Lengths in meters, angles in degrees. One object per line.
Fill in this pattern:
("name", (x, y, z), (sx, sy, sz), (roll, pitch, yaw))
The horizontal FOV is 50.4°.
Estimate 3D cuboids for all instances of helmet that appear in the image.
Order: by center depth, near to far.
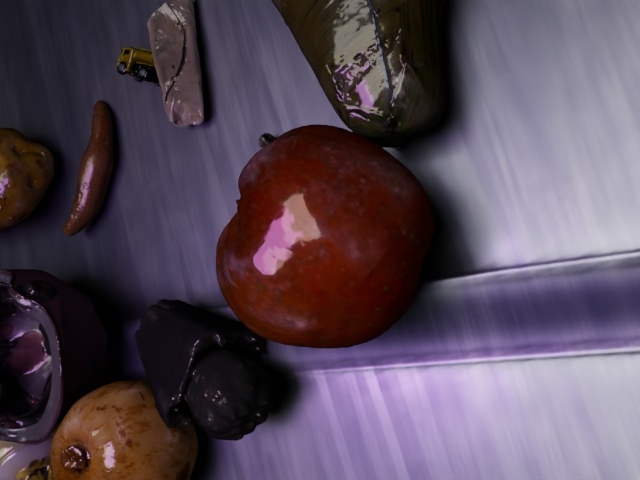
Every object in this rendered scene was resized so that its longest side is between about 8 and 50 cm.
("helmet", (-0.475, 0.180, 1.151), (0.338, 0.197, 0.271), (17, 102, 27))

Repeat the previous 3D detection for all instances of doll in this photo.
("doll", (-0.547, 0.327, 1.220), (0.296, 0.141, 0.117), (47, 136, 28))

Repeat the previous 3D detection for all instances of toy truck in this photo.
("toy truck", (-0.310, -0.304, 1.176), (0.083, 0.049, 0.054), (18, 93, 29))

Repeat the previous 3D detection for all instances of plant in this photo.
("plant", (-0.169, 0.188, 1.008), (0.256, 0.142, 0.164), (37, 105, 39))

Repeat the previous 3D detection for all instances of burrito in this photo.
("burrito", (-0.235, -0.295, 1.122), (0.087, 0.060, 0.226), (-13, 78, 8))

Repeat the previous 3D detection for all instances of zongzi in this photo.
("zongzi", (0.133, -0.326, 0.870), (0.360, 0.160, 0.323), (-34, 76, 17))

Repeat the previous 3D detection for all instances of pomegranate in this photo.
("pomegranate", (-0.300, 0.323, 1.032), (0.215, 0.215, 0.215), (-2, 85, 30))

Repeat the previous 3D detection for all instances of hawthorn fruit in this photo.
("hawthorn fruit", (0.000, 0.000, 0.854), (0.284, 0.284, 0.284), (-2, 85, 30))

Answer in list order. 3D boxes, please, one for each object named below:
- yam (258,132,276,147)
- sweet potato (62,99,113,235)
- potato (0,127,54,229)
("yam", (-0.042, -0.115, 1.022), (0.027, 0.033, 0.129), (-44, 69, -7))
("sweet potato", (-0.403, -0.130, 1.215), (0.078, 0.058, 0.255), (7, 86, 51))
("potato", (-0.671, -0.109, 1.315), (0.369, 0.176, 0.196), (-9, 109, 33))
